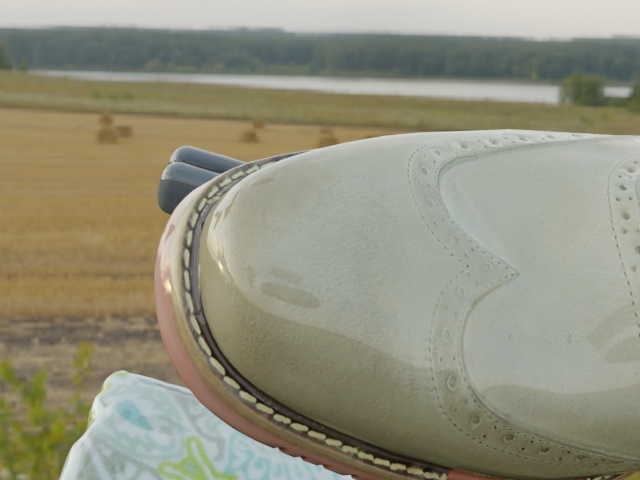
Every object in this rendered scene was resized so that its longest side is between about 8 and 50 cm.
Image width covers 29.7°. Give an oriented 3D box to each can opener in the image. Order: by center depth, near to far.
[{"bbox_3d":[0.000,0.000,0.997,0.280,0.093,0.074,20,24,-5],"label":"can opener"}]

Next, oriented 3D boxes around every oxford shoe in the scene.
[{"bbox_3d":[0.144,0.008,0.418,0.396,0.141,0.146,2,-22,-24],"label":"oxford shoe"}]

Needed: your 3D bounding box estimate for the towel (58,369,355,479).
[{"bbox_3d":[-0.054,0.288,0.739,0.320,0.375,0.090,19,-29,5],"label":"towel"}]
